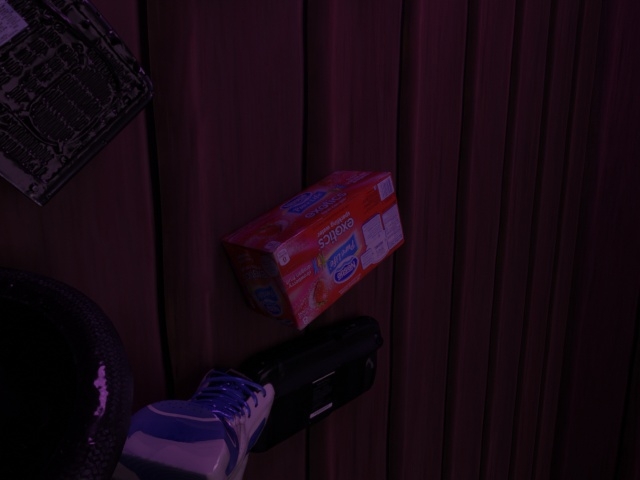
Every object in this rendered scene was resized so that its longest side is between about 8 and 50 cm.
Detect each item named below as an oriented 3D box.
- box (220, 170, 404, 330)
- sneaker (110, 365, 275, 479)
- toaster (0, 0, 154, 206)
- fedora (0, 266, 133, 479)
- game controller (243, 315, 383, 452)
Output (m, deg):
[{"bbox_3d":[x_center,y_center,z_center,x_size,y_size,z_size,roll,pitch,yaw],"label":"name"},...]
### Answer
[{"bbox_3d":[0.000,0.000,0.671,0.257,0.123,0.128,-36,121,-35],"label":"box"},{"bbox_3d":[-0.138,0.224,0.540,0.315,0.128,0.182,97,8,-51],"label":"sneaker"},{"bbox_3d":[-0.262,-0.150,0.387,0.185,0.110,0.168,-56,132,-21],"label":"toaster"},{"bbox_3d":[-0.315,0.173,0.335,0.334,0.334,0.152,-33,153,-37],"label":"fedora"},{"bbox_3d":[-0.006,0.240,0.769,0.319,0.067,0.166,-11,120,-43],"label":"game controller"}]
